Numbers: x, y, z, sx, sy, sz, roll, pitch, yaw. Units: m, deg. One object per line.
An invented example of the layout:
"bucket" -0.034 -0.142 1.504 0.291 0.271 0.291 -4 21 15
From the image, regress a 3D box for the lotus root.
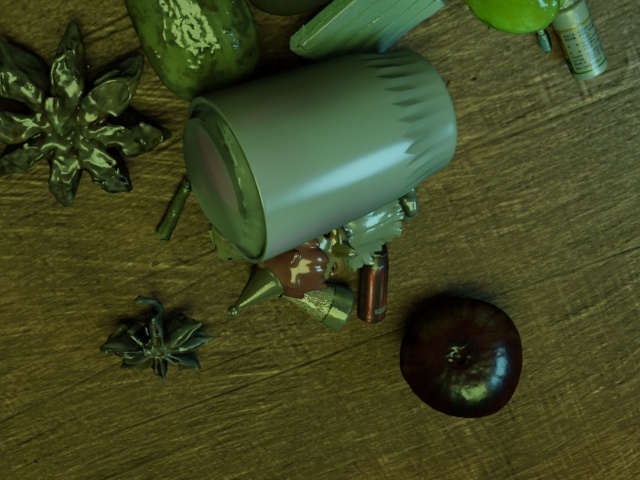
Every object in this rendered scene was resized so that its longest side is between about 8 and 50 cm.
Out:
"lotus root" -0.203 -0.344 1.364 0.173 0.173 0.309 -22 117 9

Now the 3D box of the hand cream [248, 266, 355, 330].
"hand cream" -0.039 0.099 1.726 0.203 0.084 0.084 21 119 -14

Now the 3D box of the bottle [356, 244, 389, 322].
"bottle" 0.099 0.075 1.736 0.060 0.060 0.164 -1 124 -5

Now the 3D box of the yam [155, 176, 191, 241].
"yam" -0.253 -0.055 1.625 0.033 0.027 0.129 41 120 15

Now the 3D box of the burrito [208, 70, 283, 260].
"burrito" -0.126 -0.109 1.562 0.175 0.107 0.347 -12 128 -14

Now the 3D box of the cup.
"cup" 0.000 -0.140 1.378 0.372 0.253 0.253 -22 127 -21

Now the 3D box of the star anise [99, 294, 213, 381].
"star anise" -0.310 0.181 1.744 0.209 0.089 0.231 5 130 -23

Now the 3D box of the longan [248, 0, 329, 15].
"longan" -0.035 -0.410 1.323 0.189 0.189 0.189 -3 124 -4

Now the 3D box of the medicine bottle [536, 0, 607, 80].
"medicine bottle" 0.381 -0.358 1.471 0.092 0.061 0.220 -13 123 30

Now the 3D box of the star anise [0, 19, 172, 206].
"star anise" -0.405 -0.187 1.467 0.332 0.117 0.331 -2 119 -4

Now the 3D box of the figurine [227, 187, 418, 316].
"figurine" 0.000 0.000 1.532 0.387 0.166 0.207 -32 130 -30

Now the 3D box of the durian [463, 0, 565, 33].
"durian" 0.288 -0.458 1.299 0.256 0.204 0.339 29 120 -7

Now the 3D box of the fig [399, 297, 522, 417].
"fig" 0.271 0.227 1.765 0.235 0.235 0.214 5 161 -9

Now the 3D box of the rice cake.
"rice cake" 0.075 -0.336 1.418 0.198 0.037 0.189 -41 152 24
